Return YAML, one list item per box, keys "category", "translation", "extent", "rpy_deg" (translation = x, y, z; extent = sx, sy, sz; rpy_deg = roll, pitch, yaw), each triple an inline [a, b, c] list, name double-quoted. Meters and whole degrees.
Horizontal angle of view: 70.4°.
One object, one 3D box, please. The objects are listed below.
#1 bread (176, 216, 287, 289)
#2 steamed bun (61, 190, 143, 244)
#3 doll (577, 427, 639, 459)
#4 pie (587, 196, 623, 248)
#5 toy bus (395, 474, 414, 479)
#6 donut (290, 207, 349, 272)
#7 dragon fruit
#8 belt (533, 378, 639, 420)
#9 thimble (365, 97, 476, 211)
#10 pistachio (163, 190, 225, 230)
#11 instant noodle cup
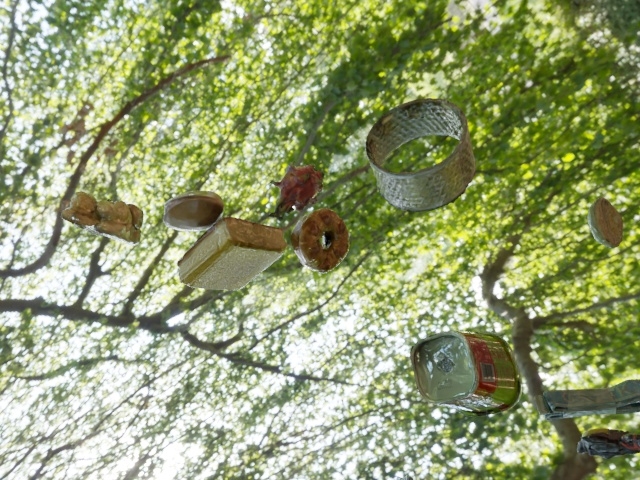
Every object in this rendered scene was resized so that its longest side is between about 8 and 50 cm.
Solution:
- category: "bread"
  translation: [-0.341, 0.057, 1.770]
  extent: [0.323, 0.333, 0.143]
  rpy_deg: [15, -137, -54]
- category: "steamed bun"
  translation: [-0.556, -0.060, 1.206]
  extent: [0.177, 0.106, 0.192]
  rpy_deg: [16, 168, 11]
- category: "doll"
  translation: [0.895, 0.607, 1.361]
  extent: [0.127, 0.248, 0.088]
  rpy_deg: [53, -133, 1]
- category: "pie"
  translation: [1.007, -0.059, 1.600]
  extent: [0.186, 0.041, 0.187]
  rpy_deg: [9, -107, -29]
- category: "toy bus"
  translation: [0.271, 0.720, 1.185]
  extent: [0.109, 0.330, 0.136]
  rpy_deg: [28, -108, 1]
- category: "donut"
  translation: [0.002, 0.000, 1.600]
  extent: [0.226, 0.113, 0.227]
  rpy_deg: [-2, -87, -36]
- category: "dragon fruit"
  translation: [-0.089, -0.158, 1.456]
  extent: [0.137, 0.236, 0.135]
  rpy_deg: [43, 165, 26]
- category: "belt"
  translation: [0.765, 0.446, 1.269]
  extent: [0.072, 0.302, 0.087]
  rpy_deg: [-87, -19, -48]
- category: "thimble"
  translation: [0.254, -0.221, 1.171]
  extent: [0.150, 0.270, 0.271]
  rpy_deg: [56, -165, -50]
- category: "pistachio"
  translation: [-0.504, -0.120, 1.820]
  extent: [0.181, 0.292, 0.162]
  rpy_deg: [38, -127, -55]
- category: "instant noodle cup"
  translation: [0.452, 0.410, 1.437]
  extent: [0.307, 0.294, 0.294]
  rpy_deg: [25, -144, -46]
